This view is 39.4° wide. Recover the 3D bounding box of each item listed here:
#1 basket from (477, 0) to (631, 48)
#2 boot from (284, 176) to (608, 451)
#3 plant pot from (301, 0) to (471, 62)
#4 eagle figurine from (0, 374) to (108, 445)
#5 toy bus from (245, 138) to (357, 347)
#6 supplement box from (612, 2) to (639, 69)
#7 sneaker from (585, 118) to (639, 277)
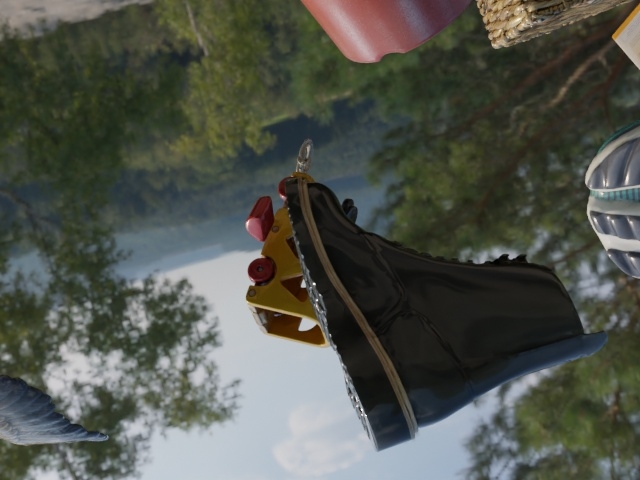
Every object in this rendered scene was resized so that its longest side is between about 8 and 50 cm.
[{"bbox_3d":[0.361,-0.437,1.302,0.299,0.223,0.213,-22,-178,-6],"label":"basket"},{"bbox_3d":[0.062,0.021,0.534,0.137,0.198,0.077,-20,140,-5],"label":"boot"},{"bbox_3d":[0.047,-0.379,1.080,0.272,0.265,0.272,-25,-145,19],"label":"plant pot"},{"bbox_3d":[-0.320,0.122,0.728,0.226,0.298,0.225,8,-145,22],"label":"eagle figurine"},{"bbox_3d":[-0.003,0.013,0.954,0.104,0.202,0.191,12,-159,15],"label":"toy bus"},{"bbox_3d":[0.270,-0.141,0.659,0.036,0.098,0.062,11,132,-34],"label":"supplement box"},{"bbox_3d":[0.238,-0.043,0.333,0.275,0.107,0.110,-13,-149,13],"label":"sneaker"}]
